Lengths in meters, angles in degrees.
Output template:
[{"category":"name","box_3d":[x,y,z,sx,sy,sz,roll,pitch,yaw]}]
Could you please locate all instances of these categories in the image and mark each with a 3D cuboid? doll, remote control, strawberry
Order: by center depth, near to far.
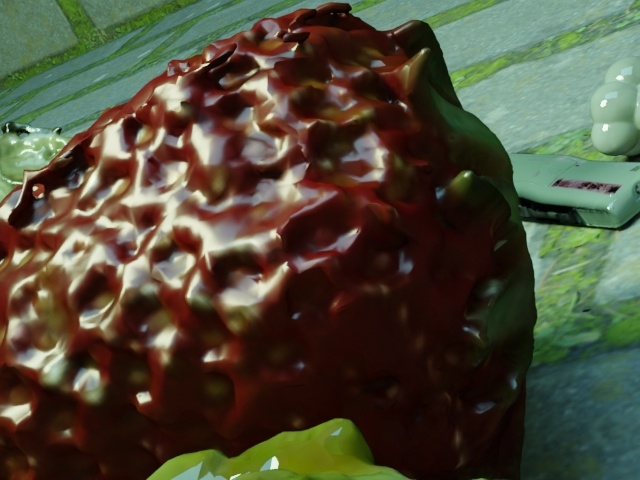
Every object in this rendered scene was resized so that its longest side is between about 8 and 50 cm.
[{"category":"strawberry","box_3d":[-0.064,0.037,0.595,0.343,0.292,0.292,-12,20,1]},{"category":"doll","box_3d":[0.259,-0.098,0.834,0.162,0.062,0.106,-1,45,53]},{"category":"remote control","box_3d":[0.172,-0.040,0.861,0.065,0.029,0.166,-35,20,-22]}]

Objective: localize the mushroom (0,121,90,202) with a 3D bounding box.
[{"category":"mushroom","box_3d":[-0.199,0.017,1.019,0.267,0.189,0.164,4,59,5]}]

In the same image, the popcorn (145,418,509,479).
[{"category":"popcorn","box_3d":[-0.009,0.164,0.343,0.259,0.212,0.259,-30,23,14]}]
